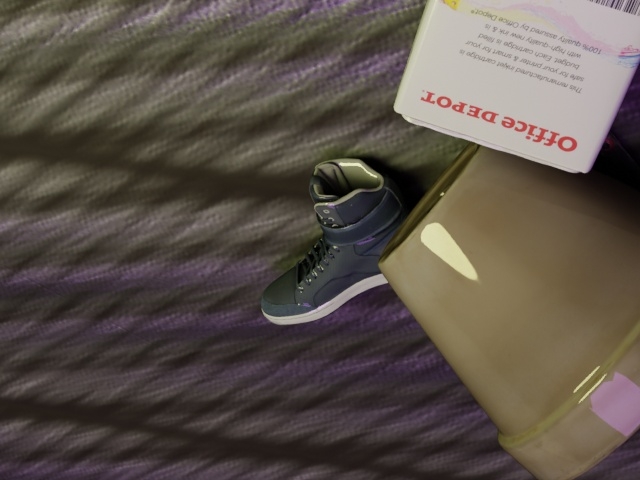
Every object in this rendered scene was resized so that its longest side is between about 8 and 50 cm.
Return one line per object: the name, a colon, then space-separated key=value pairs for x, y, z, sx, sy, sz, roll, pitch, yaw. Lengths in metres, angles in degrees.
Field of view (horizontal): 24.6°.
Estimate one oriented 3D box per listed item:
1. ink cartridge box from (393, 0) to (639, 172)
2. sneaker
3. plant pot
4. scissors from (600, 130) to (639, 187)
ink cartridge box: x=0.206 y=-0.227 z=1.372 sx=0.201 sy=0.117 sz=0.278 roll=18 pitch=126 yaw=0
sneaker: x=0.000 y=-0.002 z=1.636 sx=0.226 sy=0.086 sz=0.163 roll=-26 pitch=131 yaw=19
plant pot: x=0.225 y=0.039 z=1.506 sx=0.280 sy=0.323 sz=0.323 roll=40 pitch=128 yaw=-3
scissors: x=0.279 y=-0.112 z=1.536 sx=0.109 sy=0.021 sz=0.297 roll=-20 pitch=124 yaw=24
